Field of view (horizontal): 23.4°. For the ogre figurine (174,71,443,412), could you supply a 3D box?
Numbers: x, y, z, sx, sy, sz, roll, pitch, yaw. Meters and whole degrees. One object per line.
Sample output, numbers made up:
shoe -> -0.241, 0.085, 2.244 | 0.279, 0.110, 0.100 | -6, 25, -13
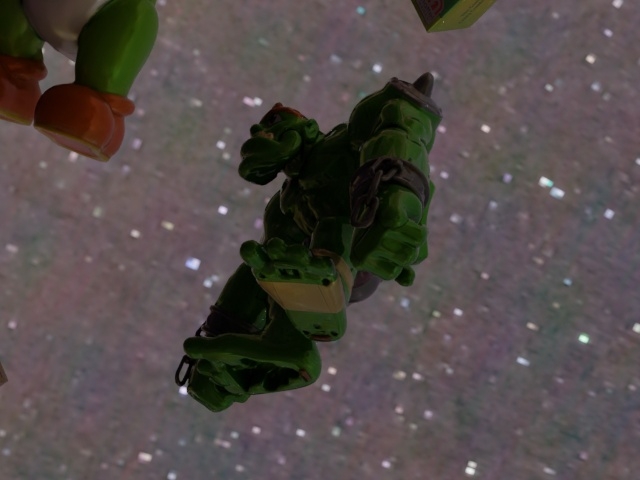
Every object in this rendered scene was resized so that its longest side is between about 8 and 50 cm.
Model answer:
ogre figurine -> 0.000, 0.000, 0.701 | 0.197, 0.097, 0.118 | 104, 7, -54

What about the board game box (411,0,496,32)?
board game box -> 0.114, -0.223, 0.993 | 0.181, 0.043, 0.092 | -42, -112, 48

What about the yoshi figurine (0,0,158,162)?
yoshi figurine -> -0.170, -0.258, 1.190 | 0.203, 0.204, 0.362 | 13, -101, 63

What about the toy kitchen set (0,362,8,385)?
toy kitchen set -> -0.307, 0.091, 1.303 | 0.068, 0.083, 0.075 | -33, -104, 32
